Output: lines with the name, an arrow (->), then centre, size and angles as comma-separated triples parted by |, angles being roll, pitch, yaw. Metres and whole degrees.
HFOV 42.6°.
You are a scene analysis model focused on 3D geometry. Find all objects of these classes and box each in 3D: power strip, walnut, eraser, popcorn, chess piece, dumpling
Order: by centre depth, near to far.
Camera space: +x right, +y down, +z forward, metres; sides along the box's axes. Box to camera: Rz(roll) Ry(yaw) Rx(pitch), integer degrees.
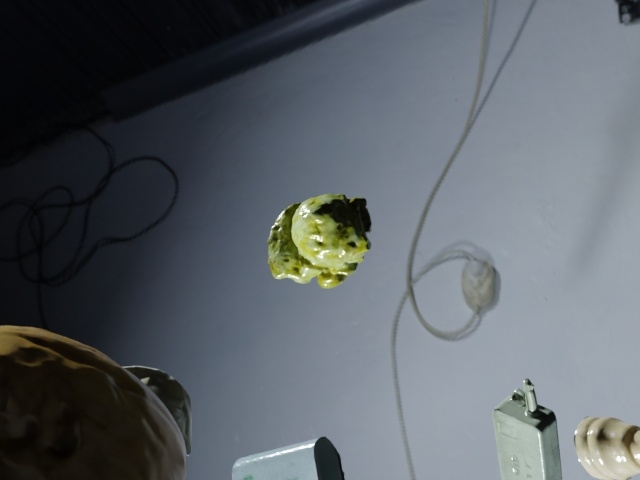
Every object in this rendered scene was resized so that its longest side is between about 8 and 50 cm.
walnut -> -0.202, 0.162, 0.557 | 0.222, 0.195, 0.195 | 26, 74, -14
popcorn -> -0.001, -0.003, 0.586 | 0.083, 0.068, 0.059 | -24, 51, 10
power strip -> 0.331, 0.338, 1.300 | 0.053, 0.287, 0.093 | -31, 31, -32
dumpling -> -0.283, 0.294, 1.385 | 0.136, 0.118, 0.199 | -16, 75, -34
chess piece -> 0.617, 0.362, 1.430 | 0.307, 0.138, 0.124 | -16, 18, 48
eraser -> -0.060, 0.489, 1.593 | 0.227, 0.081, 0.173 | -24, 68, 34
